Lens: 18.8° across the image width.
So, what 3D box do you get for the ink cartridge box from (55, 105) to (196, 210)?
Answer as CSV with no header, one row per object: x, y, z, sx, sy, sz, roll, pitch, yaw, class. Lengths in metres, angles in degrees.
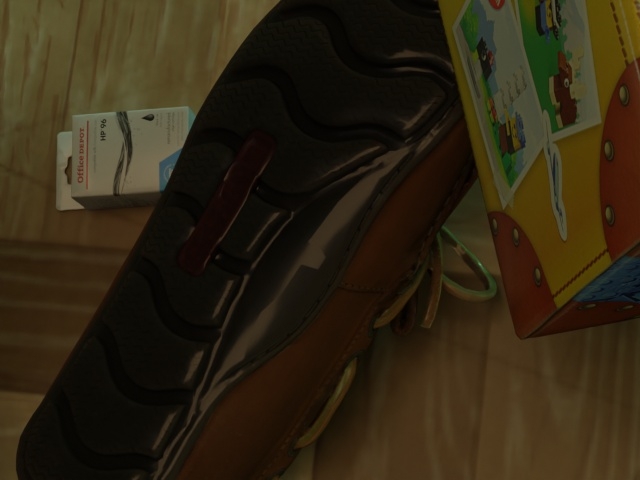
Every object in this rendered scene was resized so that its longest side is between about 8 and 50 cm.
-0.109,-0.044,1.057,0.083,0.028,0.048,-4,75,11,ink cartridge box

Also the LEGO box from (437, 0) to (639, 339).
0.232,-0.237,0.883,0.373,0.193,0.500,-7,74,-16,LEGO box

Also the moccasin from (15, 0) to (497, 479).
0.002,0.001,0.976,0.139,0.147,0.380,26,86,31,moccasin
